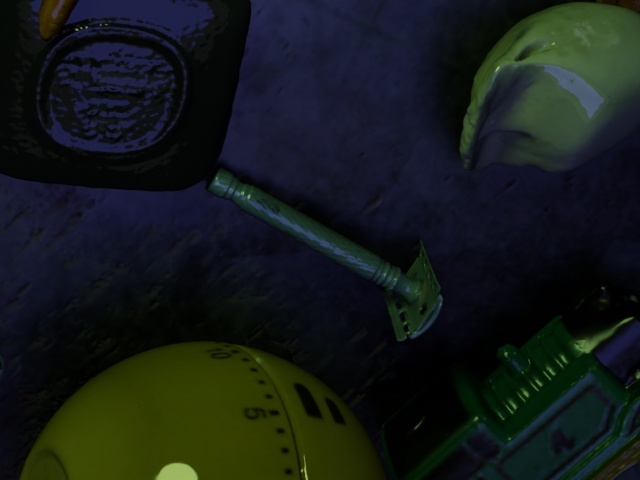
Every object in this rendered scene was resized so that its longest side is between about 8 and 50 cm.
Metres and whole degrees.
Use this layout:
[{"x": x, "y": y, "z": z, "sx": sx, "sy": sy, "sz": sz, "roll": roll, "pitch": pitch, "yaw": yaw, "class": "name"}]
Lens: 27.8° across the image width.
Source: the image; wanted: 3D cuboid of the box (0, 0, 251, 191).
[{"x": -0.171, "y": -0.135, "z": 1.064, "sx": 0.212, "sy": 0.042, "sz": 0.201, "roll": 5, "pitch": 116, "yaw": -17, "class": "box"}]

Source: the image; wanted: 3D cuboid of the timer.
[{"x": -0.066, "y": 0.259, "z": 1.152, "sx": 0.386, "sy": 0.376, "sz": 0.376, "roll": 8, "pitch": 116, "yaw": -32, "class": "timer"}]

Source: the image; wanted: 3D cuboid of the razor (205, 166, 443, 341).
[{"x": 0.000, "y": 0.000, "z": 1.173, "sx": 0.232, "sy": 0.106, "sz": 0.068, "roll": 29, "pitch": 107, "yaw": -15, "class": "razor"}]

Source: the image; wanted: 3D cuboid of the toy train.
[{"x": 0.238, "y": 0.195, "z": 1.292, "sx": 0.429, "sy": 0.178, "sz": 0.249, "roll": -44, "pitch": 109, "yaw": 11, "class": "toy train"}]

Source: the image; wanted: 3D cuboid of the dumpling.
[{"x": 0.221, "y": -0.123, "z": 1.149, "sx": 0.252, "sy": 0.131, "sz": 0.179, "roll": -18, "pitch": 148, "yaw": -28, "class": "dumpling"}]

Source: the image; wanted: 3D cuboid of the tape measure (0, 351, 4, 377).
[{"x": -0.365, "y": 0.097, "z": 1.111, "sx": 0.154, "sy": 0.087, "sz": 0.177, "roll": -40, "pitch": 123, "yaw": -6, "class": "tape measure"}]

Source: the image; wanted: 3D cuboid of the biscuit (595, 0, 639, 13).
[{"x": 0.281, "y": -0.232, "z": 1.151, "sx": 0.078, "sy": 0.015, "sz": 0.091, "roll": -16, "pitch": 121, "yaw": -8, "class": "biscuit"}]

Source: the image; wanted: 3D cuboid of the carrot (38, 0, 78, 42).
[{"x": -0.177, "y": -0.239, "z": 0.987, "sx": 0.037, "sy": 0.037, "sz": 0.190, "roll": 17, "pitch": 98, "yaw": -23, "class": "carrot"}]
